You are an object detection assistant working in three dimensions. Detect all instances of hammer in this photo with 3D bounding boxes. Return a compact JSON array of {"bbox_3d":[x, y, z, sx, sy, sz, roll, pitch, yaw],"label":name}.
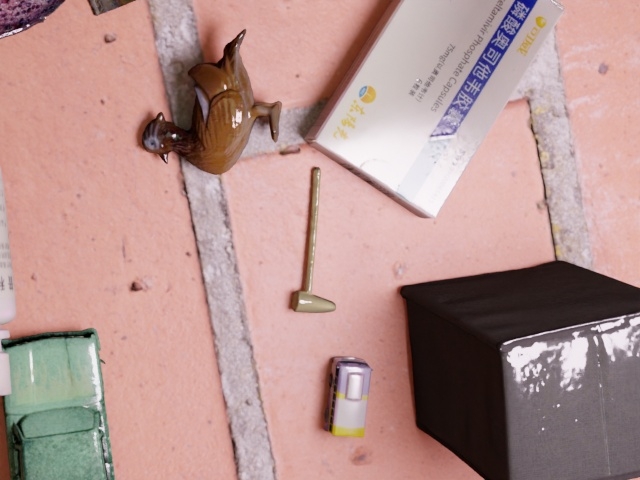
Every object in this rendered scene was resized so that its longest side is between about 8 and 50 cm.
[{"bbox_3d":[0.000,0.000,1.756,0.060,0.028,0.195,4,91,-19],"label":"hammer"}]

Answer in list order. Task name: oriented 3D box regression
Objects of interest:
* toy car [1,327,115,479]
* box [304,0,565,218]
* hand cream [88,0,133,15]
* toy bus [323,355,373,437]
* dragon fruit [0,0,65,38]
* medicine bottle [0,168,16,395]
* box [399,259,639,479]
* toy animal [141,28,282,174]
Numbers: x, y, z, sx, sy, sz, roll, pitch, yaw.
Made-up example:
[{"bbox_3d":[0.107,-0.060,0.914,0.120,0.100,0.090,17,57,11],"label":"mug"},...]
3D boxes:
[{"bbox_3d":[-0.323,0.276,1.655,0.141,0.097,0.321,-7,94,-12],"label":"toy car"},{"bbox_3d":[0.154,-0.224,1.758,0.200,0.065,0.343,33,86,-12],"label":"box"},{"bbox_3d":[-0.225,-0.345,1.678,0.163,0.039,0.062,-26,114,-9],"label":"hand cream"},{"bbox_3d":[0.037,0.209,1.757,0.052,0.058,0.102,6,92,-14],"label":"toy bus"},{"bbox_3d":[-0.403,-0.360,1.573,0.218,0.223,0.148,-47,67,31],"label":"dragon fruit"},{"bbox_3d":[-0.451,0.047,1.563,0.170,0.170,0.293,-5,87,-13],"label":"medicine bottle"},{"bbox_3d":[0.280,0.166,1.672,0.251,0.345,0.205,-9,101,-14],"label":"box"},{"bbox_3d":[-0.140,-0.178,1.688,0.179,0.089,0.188,2,98,2],"label":"toy animal"}]
